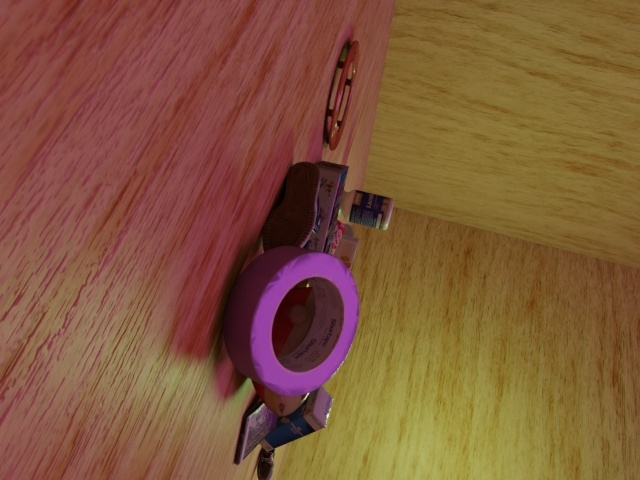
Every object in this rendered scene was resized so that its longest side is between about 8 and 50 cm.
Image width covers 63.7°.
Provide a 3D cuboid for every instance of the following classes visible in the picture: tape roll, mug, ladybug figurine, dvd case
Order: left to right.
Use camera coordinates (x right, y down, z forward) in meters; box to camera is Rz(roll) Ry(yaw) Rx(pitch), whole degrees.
[{"bbox_3d":[-0.177,0.539,1.532,0.221,0.018,0.165,-23,129,-63],"label":"dvd case"},{"bbox_3d":[-0.075,0.262,1.280,0.305,0.161,0.450,-58,166,-34],"label":"ladybug figurine"},{"bbox_3d":[-0.049,0.152,0.993,0.274,0.090,0.275,-10,105,-43],"label":"tape roll"},{"bbox_3d":[-0.004,0.003,1.823,0.113,0.150,0.170,-18,-136,53],"label":"mug"}]

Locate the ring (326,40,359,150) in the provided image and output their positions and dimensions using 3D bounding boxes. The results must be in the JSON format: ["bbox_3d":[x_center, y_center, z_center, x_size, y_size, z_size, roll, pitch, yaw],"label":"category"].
[{"bbox_3d":[0.066,-0.448,1.603,0.336,0.032,0.337,14,90,-84],"label":"ring"}]

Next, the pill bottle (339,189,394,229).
[{"bbox_3d":[0.195,-0.148,2.372,0.153,0.264,0.153,13,90,-84],"label":"pill bottle"}]

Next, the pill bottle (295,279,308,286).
[{"bbox_3d":[-0.014,0.136,1.676,0.086,0.151,0.086,15,90,-84],"label":"pill bottle"}]

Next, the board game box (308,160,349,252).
[{"bbox_3d":[-0.002,-0.078,1.563,0.224,0.097,0.304,-55,158,-74],"label":"board game box"}]

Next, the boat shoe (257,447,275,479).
[{"bbox_3d":[-0.212,0.847,2.014,0.066,0.066,0.183,91,5,-48],"label":"boat shoe"}]

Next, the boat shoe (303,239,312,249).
[{"bbox_3d":[-0.077,0.076,1.287,0.065,0.083,0.184,-37,141,-80],"label":"boat shoe"}]

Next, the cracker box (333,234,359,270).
[{"bbox_3d":[0.071,0.057,2.233,0.232,0.155,0.067,-66,169,-54],"label":"cracker box"}]

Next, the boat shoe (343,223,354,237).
[{"bbox_3d":[0.064,0.085,2.499,0.158,0.127,0.341,107,6,-84],"label":"boat shoe"}]

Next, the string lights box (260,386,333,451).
[{"bbox_3d":[-0.089,0.603,1.744,0.259,0.077,0.133,-32,-165,24],"label":"string lights box"}]

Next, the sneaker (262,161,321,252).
[{"bbox_3d":[-0.057,-0.030,1.159,0.153,0.099,0.282,94,9,-51],"label":"sneaker"}]

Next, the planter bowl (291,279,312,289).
[{"bbox_3d":[-0.070,0.214,1.560,0.217,0.090,0.218,6,90,-72],"label":"planter bowl"}]
